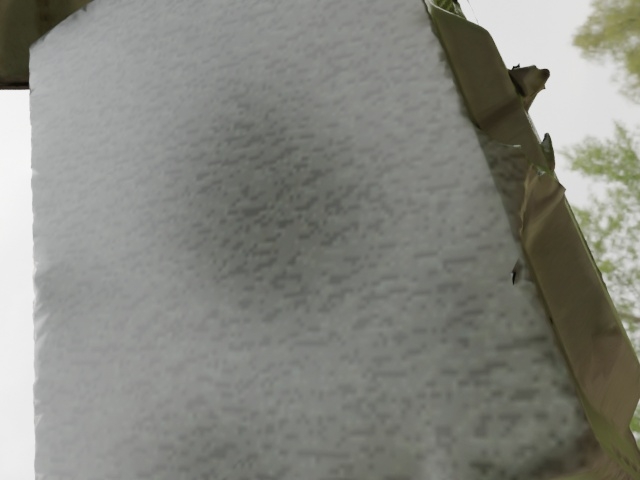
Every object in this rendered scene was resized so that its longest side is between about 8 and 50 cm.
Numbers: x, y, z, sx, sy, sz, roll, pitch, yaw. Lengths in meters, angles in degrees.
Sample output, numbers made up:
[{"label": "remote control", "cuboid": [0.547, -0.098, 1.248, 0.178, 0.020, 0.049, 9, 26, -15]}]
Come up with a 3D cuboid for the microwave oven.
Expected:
[{"label": "microwave oven", "cuboid": [0.000, 0.000, 0.526, 0.236, 0.374, 0.432, 38, -147, -55]}]

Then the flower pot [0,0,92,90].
[{"label": "flower pot", "cuboid": [-0.335, -0.340, 0.727, 0.293, 0.293, 0.330, -24, -50, -46]}]
